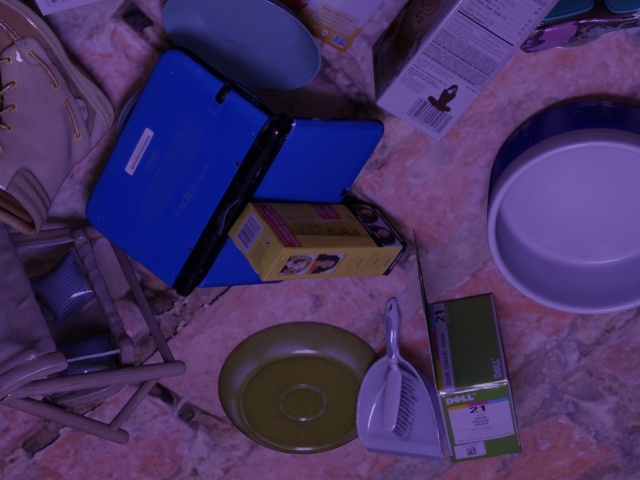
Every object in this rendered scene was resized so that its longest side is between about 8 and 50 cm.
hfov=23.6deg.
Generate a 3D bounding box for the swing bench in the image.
[{"bbox_3d":[-0.344,0.105,1.879,0.254,0.253,0.165,9,130,-43],"label":"swing bench"}]

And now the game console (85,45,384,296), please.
[{"bbox_3d":[-0.110,-0.086,1.900,0.250,0.173,0.293,37,125,7],"label":"game console"}]

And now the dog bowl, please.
[{"bbox_3d":[0.340,-0.040,1.915,0.264,0.104,0.265,4,126,5],"label":"dog bowl"}]

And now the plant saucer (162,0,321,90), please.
[{"bbox_3d":[-0.087,-0.246,1.785,0.194,0.037,0.195,15,154,7],"label":"plant saucer"}]

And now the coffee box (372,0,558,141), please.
[{"bbox_3d":[0.169,-0.255,1.754,0.098,0.141,0.246,29,119,-19],"label":"coffee box"}]

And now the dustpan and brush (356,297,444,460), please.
[{"bbox_3d":[0.104,0.186,2.077,0.147,0.211,0.060,0,172,44],"label":"dustpan and brush"}]

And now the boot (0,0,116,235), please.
[{"bbox_3d":[-0.374,-0.154,1.773,0.095,0.203,0.262,-5,136,43],"label":"boot"}]

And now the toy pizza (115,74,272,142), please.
[{"bbox_3d":[-0.152,-0.131,1.898,0.201,0.032,0.201,-1,131,-2],"label":"toy pizza"}]

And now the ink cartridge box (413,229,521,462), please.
[{"bbox_3d":[0.190,0.132,1.998,0.097,0.189,0.255,-10,125,6],"label":"ink cartridge box"}]

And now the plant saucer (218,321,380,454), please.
[{"bbox_3d":[-0.024,0.219,2.150,0.240,0.037,0.241,0,126,-1],"label":"plant saucer"}]

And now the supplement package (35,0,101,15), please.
[{"bbox_3d":[-0.190,-0.391,1.591,0.262,0.199,0.198,-11,125,19],"label":"supplement package"}]

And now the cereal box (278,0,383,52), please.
[{"bbox_3d":[0.023,-0.350,1.738,0.173,0.047,0.240,28,121,-18],"label":"cereal box"}]

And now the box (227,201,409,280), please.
[{"bbox_3d":[0.000,0.000,1.894,0.232,0.087,0.058,0,134,-46],"label":"box"}]

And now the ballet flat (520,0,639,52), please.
[{"bbox_3d":[0.331,-0.267,1.798,0.221,0.077,0.079,-12,143,13],"label":"ballet flat"}]
